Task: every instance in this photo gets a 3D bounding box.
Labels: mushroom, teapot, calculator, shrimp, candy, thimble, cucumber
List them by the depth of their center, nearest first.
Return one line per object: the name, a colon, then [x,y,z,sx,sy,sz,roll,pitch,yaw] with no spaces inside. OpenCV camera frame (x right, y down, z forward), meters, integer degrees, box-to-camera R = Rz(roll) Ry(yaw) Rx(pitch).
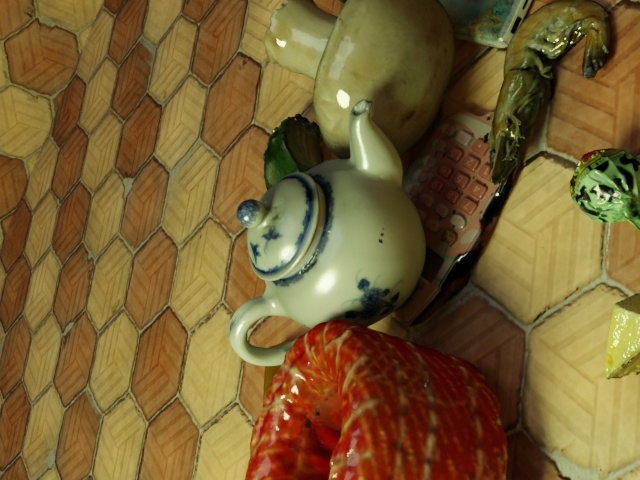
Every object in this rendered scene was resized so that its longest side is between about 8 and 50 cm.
candy: [0.388,0.011,1.109,0.091,0.083,0.305,-48,49,28]
thimble: [0.064,0.288,1.248,0.350,0.231,0.350,-48,32,43]
shrimp: [0.309,-0.207,1.311,0.169,0.058,0.295,-7,61,49]
teapot: [0.000,0.000,1.372,0.423,0.280,0.252,-61,34,14]
calculator: [0.182,-0.043,1.436,0.329,0.048,0.220,-62,34,10]
mushroom: [0.051,-0.268,1.473,0.290,0.297,0.297,20,92,12]
cucumber: [-0.050,-0.111,1.645,0.145,0.105,0.325,-62,14,17]

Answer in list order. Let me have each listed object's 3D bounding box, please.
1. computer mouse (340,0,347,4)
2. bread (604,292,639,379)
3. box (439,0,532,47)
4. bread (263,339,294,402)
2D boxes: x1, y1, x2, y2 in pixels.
computer mouse: [0.075,-0.494,1.771,0.231,0.071,0.126,-135,53,-63]
bread: [0.363,0.117,1.053,0.080,0.084,0.109,25,119,50]
box: [0.232,-0.389,1.527,0.285,0.044,0.142,30,96,55]
bread: [-0.058,0.285,1.612,0.088,0.049,0.226,-21,59,49]
